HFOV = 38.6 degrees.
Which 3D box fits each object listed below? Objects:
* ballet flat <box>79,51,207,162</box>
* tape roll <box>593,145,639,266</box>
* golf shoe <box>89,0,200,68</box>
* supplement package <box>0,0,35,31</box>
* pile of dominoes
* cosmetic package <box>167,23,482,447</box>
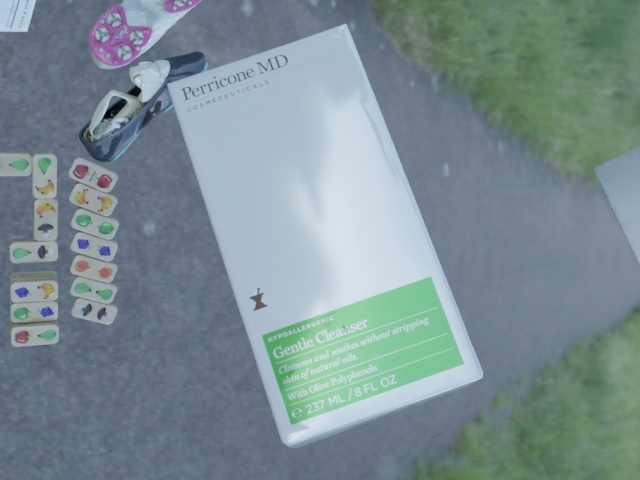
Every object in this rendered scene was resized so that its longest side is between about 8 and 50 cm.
[{"bbox_3d":[-0.237,-0.184,1.191,0.074,0.203,0.074,47,10,-11],"label":"ballet flat"},{"bbox_3d":[0.355,0.014,0.749,0.246,0.169,0.246,54,20,-30],"label":"tape roll"},{"bbox_3d":[-0.332,-0.443,1.765,0.306,0.140,0.115,-45,100,-18],"label":"golf shoe"},{"bbox_3d":[-0.483,-0.351,1.236,0.179,0.105,0.105,-23,142,-61],"label":"supplement package"},{"bbox_3d":[-0.348,0.013,1.138,0.196,0.040,0.251,-3,116,-21],"label":"pile of dominoes"},{"bbox_3d":[0.000,0.000,0.906,0.155,0.197,0.365,77,-8,-77],"label":"cosmetic package"}]
